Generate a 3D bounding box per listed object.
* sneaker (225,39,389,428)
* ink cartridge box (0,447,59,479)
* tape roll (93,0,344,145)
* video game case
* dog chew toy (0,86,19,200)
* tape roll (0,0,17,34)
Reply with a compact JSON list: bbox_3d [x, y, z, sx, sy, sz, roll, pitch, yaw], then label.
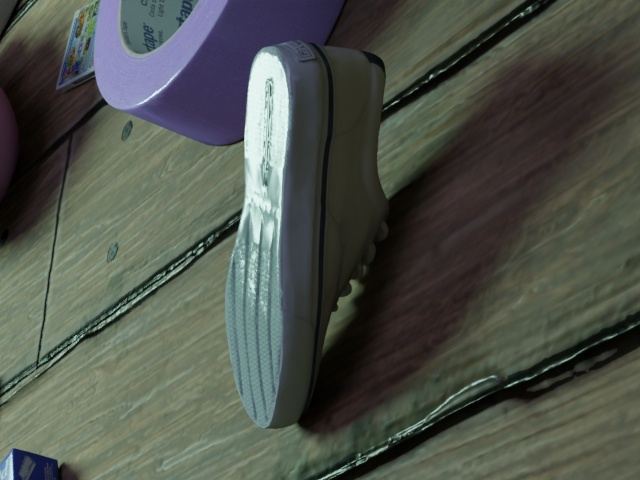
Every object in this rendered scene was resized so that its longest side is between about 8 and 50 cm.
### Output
[{"bbox_3d":[0.000,0.000,1.151,0.094,0.091,0.258,38,125,55],"label":"sneaker"},{"bbox_3d":[-0.284,0.274,1.494,0.207,0.046,0.097,-50,35,31],"label":"ink cartridge box"},{"bbox_3d":[-0.075,-0.217,1.418,0.275,0.090,0.274,-37,42,43],"label":"tape roll"},{"bbox_3d":[-0.217,-0.196,1.727,0.122,0.011,0.087,-15,60,56],"label":"video game case"},{"bbox_3d":[-0.421,-0.127,1.850,0.206,0.207,0.332,-61,22,15],"label":"dog chew toy"},{"bbox_3d":[-0.429,-0.347,2.131,0.392,0.072,0.392,-38,41,43],"label":"tape roll"}]
